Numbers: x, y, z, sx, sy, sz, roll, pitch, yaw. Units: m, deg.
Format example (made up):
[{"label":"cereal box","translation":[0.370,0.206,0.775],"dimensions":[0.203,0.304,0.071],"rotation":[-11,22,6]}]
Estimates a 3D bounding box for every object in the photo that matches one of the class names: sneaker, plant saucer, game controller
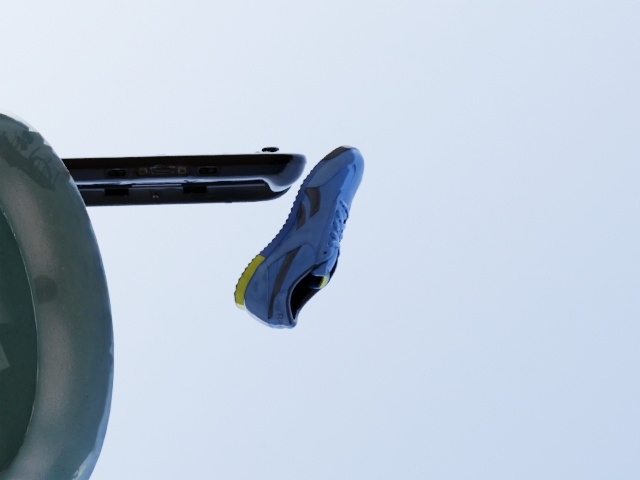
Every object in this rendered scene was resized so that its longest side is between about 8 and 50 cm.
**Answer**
[{"label":"sneaker","translation":[0.000,0.000,1.803],"dimensions":[0.082,0.069,0.209],"rotation":[22,-110,34]},{"label":"plant saucer","translation":[-0.258,0.059,1.345],"dimensions":[0.317,0.043,0.318],"rotation":[10,-77,49]},{"label":"game controller","translation":[-0.177,-0.076,1.938],"dimensions":[0.166,0.319,0.067],"rotation":[136,-49,-77]}]
